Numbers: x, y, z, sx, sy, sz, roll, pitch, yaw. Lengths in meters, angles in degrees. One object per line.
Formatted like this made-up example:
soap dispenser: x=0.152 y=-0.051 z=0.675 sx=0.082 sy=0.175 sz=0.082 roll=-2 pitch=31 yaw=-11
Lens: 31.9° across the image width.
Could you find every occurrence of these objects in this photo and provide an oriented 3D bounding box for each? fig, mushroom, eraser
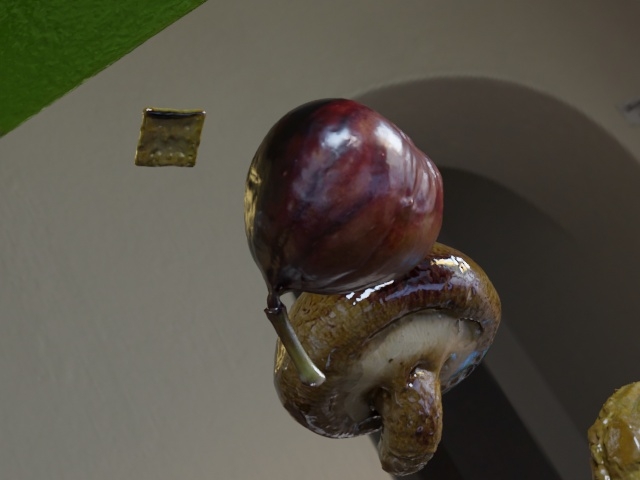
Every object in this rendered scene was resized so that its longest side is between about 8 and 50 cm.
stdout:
fig: x=-0.007 y=-0.014 z=1.078 sx=0.249 sy=0.186 sz=0.204 roll=-48 pitch=-29 yaw=5
mushroom: x=0.089 y=0.137 z=1.563 sx=0.345 sy=0.239 sz=0.345 roll=-42 pitch=-36 yaw=-42
eraser: x=-0.200 y=-0.227 z=0.832 sx=0.274 sy=0.092 sz=0.210 roll=-31 pitch=-43 yaw=2

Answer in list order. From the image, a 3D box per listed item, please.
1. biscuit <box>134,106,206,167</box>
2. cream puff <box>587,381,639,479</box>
biscuit: x=-0.189 y=-0.129 z=1.403 sx=0.083 sy=0.018 sz=0.081 roll=-2 pitch=-60 yaw=-27
cream puff: x=0.306 y=0.207 z=1.001 sx=0.150 sy=0.165 sz=0.115 roll=28 pitch=-50 yaw=-28
